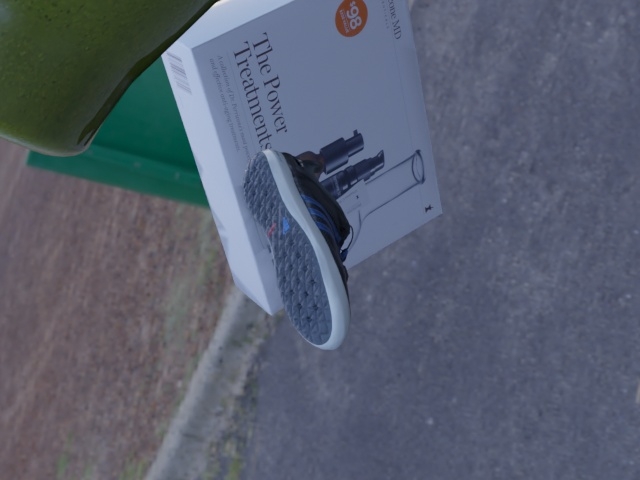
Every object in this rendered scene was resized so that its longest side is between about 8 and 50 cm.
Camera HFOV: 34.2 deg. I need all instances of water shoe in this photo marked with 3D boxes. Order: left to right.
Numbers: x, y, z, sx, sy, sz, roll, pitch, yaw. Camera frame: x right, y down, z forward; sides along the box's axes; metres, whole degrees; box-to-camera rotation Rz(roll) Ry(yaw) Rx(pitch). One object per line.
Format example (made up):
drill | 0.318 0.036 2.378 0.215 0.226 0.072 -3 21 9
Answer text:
water shoe | 0.000 0.000 0.904 0.073 0.080 0.203 -52 49 42

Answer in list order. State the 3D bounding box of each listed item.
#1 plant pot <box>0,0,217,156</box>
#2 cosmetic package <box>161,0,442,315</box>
plant pot | -0.122 -0.240 0.436 0.353 0.366 0.366 -59 22 2
cosmetic package | -0.009 -0.134 1.267 0.097 0.284 0.377 33 147 46
